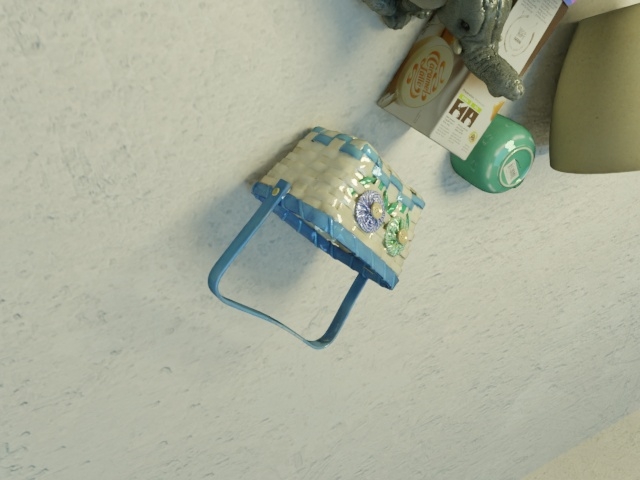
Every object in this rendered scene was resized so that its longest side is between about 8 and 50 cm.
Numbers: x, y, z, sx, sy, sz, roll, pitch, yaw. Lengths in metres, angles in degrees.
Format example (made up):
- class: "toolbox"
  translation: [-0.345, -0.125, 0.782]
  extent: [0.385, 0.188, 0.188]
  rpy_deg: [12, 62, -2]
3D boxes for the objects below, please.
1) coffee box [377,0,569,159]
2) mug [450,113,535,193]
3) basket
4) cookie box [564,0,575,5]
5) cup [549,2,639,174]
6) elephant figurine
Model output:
- class: "coffee box"
  translation: [0.212, -0.262, 0.797]
  extent: [0.098, 0.141, 0.246]
  rpy_deg: [20, 110, -40]
- class: "mug"
  translation: [0.321, -0.148, 0.976]
  extent: [0.157, 0.097, 0.129]
  rpy_deg: [-3, 122, -31]
- class: "basket"
  translation: [0.000, 0.000, 0.805]
  extent: [0.255, 0.201, 0.289]
  rpy_deg: [35, 89, -44]
- class: "cookie box"
  translation: [0.314, -0.390, 0.794]
  extent: [0.040, 0.107, 0.092]
  rpy_deg: [-28, 132, -13]
- class: "cup"
  translation: [0.538, -0.270, 0.914]
  extent: [0.331, 0.331, 0.237]
  rpy_deg: [-20, 105, -19]
- class: "elephant figurine"
  translation: [0.171, -0.312, 0.667]
  extent: [0.186, 0.239, 0.169]
  rpy_deg: [30, 103, -42]
